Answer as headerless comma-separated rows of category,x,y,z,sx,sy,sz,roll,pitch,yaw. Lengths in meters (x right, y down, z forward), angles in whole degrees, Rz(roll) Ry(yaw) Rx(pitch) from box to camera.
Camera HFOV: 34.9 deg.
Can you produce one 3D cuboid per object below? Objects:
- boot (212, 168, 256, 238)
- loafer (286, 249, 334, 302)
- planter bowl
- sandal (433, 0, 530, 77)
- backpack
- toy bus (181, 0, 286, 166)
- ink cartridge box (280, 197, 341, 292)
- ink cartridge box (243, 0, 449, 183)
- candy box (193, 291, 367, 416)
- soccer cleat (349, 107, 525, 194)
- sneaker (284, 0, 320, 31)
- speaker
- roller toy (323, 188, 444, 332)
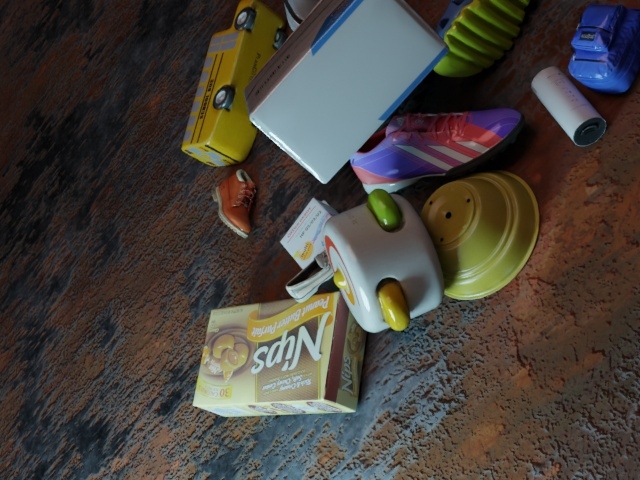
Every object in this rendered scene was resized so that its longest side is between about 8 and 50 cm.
boot,-0.157,-0.074,1.989,0.085,0.059,0.158,-41,45,16
loafer,-0.004,0.047,1.675,0.125,0.039,0.045,-47,34,-2
planter bowl,0.219,-0.025,1.563,0.217,0.090,0.217,-23,54,36
sandal,0.277,-0.411,1.688,0.317,0.126,0.138,-54,39,1
backpack,0.416,-0.282,1.493,0.098,0.101,0.120,19,88,55
toy bus,-0.176,-0.326,2.098,0.130,0.108,0.332,-3,68,46
ink cartridge box,0.000,0.000,1.787,0.104,0.062,0.181,-53,43,10
ink cartridge box,0.026,-0.282,1.691,0.285,0.166,0.395,-47,14,7
candy box,-0.071,0.200,1.735,0.317,0.088,0.182,-10,63,41
soccer cleat,0.175,-0.162,1.638,0.318,0.116,0.108,-17,27,41
sneaker,-0.035,-0.587,1.999,0.138,0.210,0.365,-11,57,-6
speaker,0.372,-0.202,1.528,0.055,0.055,0.136,-44,45,19
roller toy,0.090,0.039,1.560,0.146,0.191,0.209,-22,83,-8
